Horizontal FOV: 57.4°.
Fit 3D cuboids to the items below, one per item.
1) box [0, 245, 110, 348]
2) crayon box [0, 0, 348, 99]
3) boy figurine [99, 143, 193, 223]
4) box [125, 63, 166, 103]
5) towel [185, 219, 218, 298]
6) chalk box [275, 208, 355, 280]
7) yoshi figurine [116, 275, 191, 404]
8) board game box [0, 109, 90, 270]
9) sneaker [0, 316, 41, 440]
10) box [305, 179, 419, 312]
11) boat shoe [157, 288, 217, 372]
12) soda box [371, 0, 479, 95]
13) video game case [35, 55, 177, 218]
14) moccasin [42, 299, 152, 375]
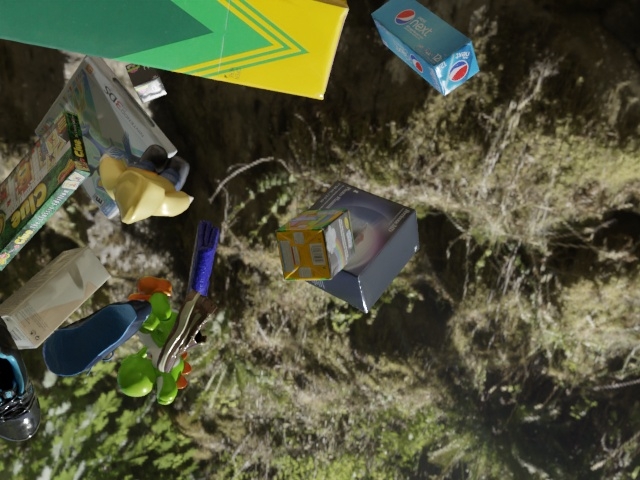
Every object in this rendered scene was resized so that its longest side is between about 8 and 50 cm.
[{"bbox_3d":[-0.774,0.159,1.681,0.148,0.121,0.311,-9,-149,36],"label":"box"},{"bbox_3d":[-0.147,-0.309,0.610,0.313,0.106,0.363,9,-136,-13],"label":"crayon box"},{"bbox_3d":[-0.317,-0.104,1.049,0.177,0.092,0.285,29,-168,-10],"label":"boy figurine"},{"bbox_3d":[-0.391,-0.360,1.311,0.062,0.052,0.083,-24,-122,-7],"label":"box"},{"bbox_3d":[-0.390,0.111,1.926,0.076,0.308,0.228,8,-155,-14],"label":"towel"},{"bbox_3d":[0.000,0.000,1.453,0.132,0.132,0.213,-2,-163,25],"label":"chalk box"},{"bbox_3d":[-0.507,0.296,1.687,0.203,0.203,0.362,-21,-120,7],"label":"yoshi figurine"},{"bbox_3d":[-0.468,-0.079,0.948,0.030,0.259,0.136,19,-143,-53],"label":"board game box"},{"bbox_3d":[-0.673,0.320,1.233,0.125,0.341,0.139,-25,-141,-30],"label":"sneaker"},{"bbox_3d":[0.093,0.007,1.743,0.294,0.183,0.296,24,-123,30],"label":"box"},{"bbox_3d":[-0.343,0.253,1.517,0.095,0.257,0.095,26,-155,-4],"label":"boat shoe"},{"bbox_3d":[0.170,-0.332,0.974,0.071,0.067,0.210,-35,-130,3],"label":"soda box"},{"bbox_3d":[-0.547,-0.250,1.470,0.300,0.329,0.036,51,-143,-6],"label":"video game case"},{"bbox_3d":[-0.535,0.241,1.422,0.342,0.138,0.117,-23,180,28],"label":"moccasin"}]
